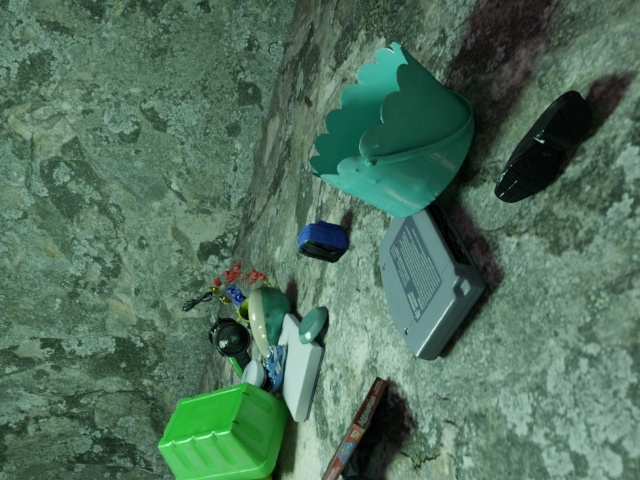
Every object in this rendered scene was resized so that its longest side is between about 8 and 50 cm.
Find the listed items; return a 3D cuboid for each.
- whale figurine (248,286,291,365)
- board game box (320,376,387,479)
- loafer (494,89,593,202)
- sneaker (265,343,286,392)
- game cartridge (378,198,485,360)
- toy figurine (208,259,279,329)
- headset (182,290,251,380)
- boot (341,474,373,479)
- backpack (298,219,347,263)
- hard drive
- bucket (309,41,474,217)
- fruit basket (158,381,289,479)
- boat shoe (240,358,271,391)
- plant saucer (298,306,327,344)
[{"bbox_3d":[-0.158,0.288,1.725,0.216,0.141,0.272,-139,39,-82],"label":"whale figurine"},{"bbox_3d":[0.049,0.412,1.020,0.145,0.027,0.282,-45,-20,-60],"label":"board game box"},{"bbox_3d":[0.296,-0.122,0.692,0.170,0.062,0.061,-58,5,40],"label":"loafer"},{"bbox_3d":[-0.141,0.382,1.542,0.053,0.059,0.145,150,129,-64],"label":"sneaker"},{"bbox_3d":[0.181,0.056,0.921,0.294,0.060,0.196,-102,33,-51],"label":"game cartridge"},{"bbox_3d":[-0.267,0.262,2.068,0.362,0.191,0.217,27,149,47],"label":"toy figurine"},{"bbox_3d":[-0.381,0.386,1.996,0.243,0.185,0.395,1,114,67],"label":"headset"},{"bbox_3d":[0.014,0.605,0.997,0.222,0.118,0.339,150,135,-75],"label":"boot"},{"bbox_3d":[0.000,0.000,1.392,0.098,0.120,0.101,123,152,-50],"label":"backpack"},{"bbox_3d":[-0.075,0.361,1.520,0.318,0.040,0.211,-153,76,-72],"label":"hard drive"},{"bbox_3d":[0.128,-0.189,0.929,0.281,0.183,0.281,-48,24,30],"label":"bucket"},{"bbox_3d":[-0.248,0.640,1.541,0.283,0.391,0.392,-73,8,-51],"label":"fruit basket"},{"bbox_3d":[-0.201,0.469,1.733,0.301,0.102,0.108,130,155,-68],"label":"boat shoe"},{"bbox_3d":[-0.027,0.229,1.421,0.119,0.021,0.119,-48,19,23],"label":"plant saucer"}]
